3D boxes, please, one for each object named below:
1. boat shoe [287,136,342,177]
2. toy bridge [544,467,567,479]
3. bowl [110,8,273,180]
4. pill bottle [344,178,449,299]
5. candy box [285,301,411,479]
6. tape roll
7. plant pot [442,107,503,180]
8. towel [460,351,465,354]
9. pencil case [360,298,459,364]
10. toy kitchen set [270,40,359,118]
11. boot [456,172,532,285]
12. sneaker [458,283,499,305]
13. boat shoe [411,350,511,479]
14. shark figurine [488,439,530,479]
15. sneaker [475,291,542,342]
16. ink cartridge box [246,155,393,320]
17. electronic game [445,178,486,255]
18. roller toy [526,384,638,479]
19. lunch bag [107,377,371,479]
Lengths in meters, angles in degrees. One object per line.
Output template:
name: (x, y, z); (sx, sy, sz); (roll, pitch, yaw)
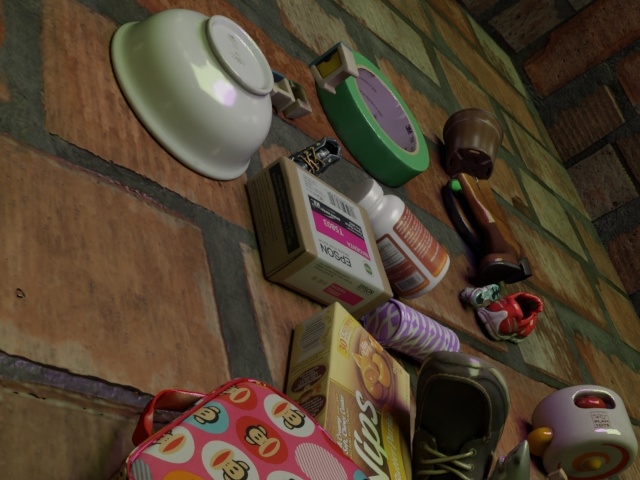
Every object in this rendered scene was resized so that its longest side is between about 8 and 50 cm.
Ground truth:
boat shoe: (-0.023, -0.136, 1.566); (0.065, 0.083, 0.183); (54, 25, -6)
toy bridge: (0.409, 0.477, 1.646); (0.026, 0.063, 0.188); (58, 26, 3)
bowl: (-0.167, -0.250, 1.383); (0.298, 0.134, 0.298); (42, 29, -30)
pill bottle: (0.129, -0.005, 1.642); (0.216, 0.121, 0.121); (48, 26, -19)
candy box: (0.038, 0.253, 1.209); (0.183, 0.087, 0.316); (46, 27, -24)
tape roll: (0.119, -0.272, 1.998); (0.321, 0.077, 0.321); (41, 30, -30)
plant pot: (0.404, -0.242, 2.394); (0.167, 0.167, 0.165); (46, 34, -23)
towel: (0.289, 0.274, 1.710); (0.067, 0.029, 0.119); (32, 33, -42)
pencil case: (0.159, 0.167, 1.542); (0.206, 0.086, 0.088); (27, 72, -44)
toy kitchen set: (-0.059, -0.337, 1.639); (0.207, 0.166, 0.122); (17, 46, -55)
boot: (0.400, -0.039, 2.129); (0.264, 0.096, 0.281); (0, 65, -55)
sneaker: (0.342, 0.114, 1.962); (0.098, 0.069, 0.038); (-9, 102, -43)
boat shoe: (0.192, 0.291, 1.249); (0.355, 0.132, 0.130); (79, 22, -46)
shark figurine: (0.280, 0.408, 1.308); (0.116, 0.166, 0.278); (24, -20, 17)
sneaker: (0.457, 0.168, 2.036); (0.279, 0.118, 0.107); (-2, 62, -62)
ink cartridge box: (0.000, 0.000, 1.443); (0.234, 0.088, 0.193); (29, 35, -46)
electronic game: (0.388, -0.056, 2.262); (0.229, 0.048, 0.229); (42, 29, -29)
roller toy: (0.534, 0.398, 1.815); (0.209, 0.191, 0.146); (39, 31, -34)
lunch bag: (-0.088, 0.255, 0.903); (0.258, 0.120, 0.293); (41, 22, 12)
